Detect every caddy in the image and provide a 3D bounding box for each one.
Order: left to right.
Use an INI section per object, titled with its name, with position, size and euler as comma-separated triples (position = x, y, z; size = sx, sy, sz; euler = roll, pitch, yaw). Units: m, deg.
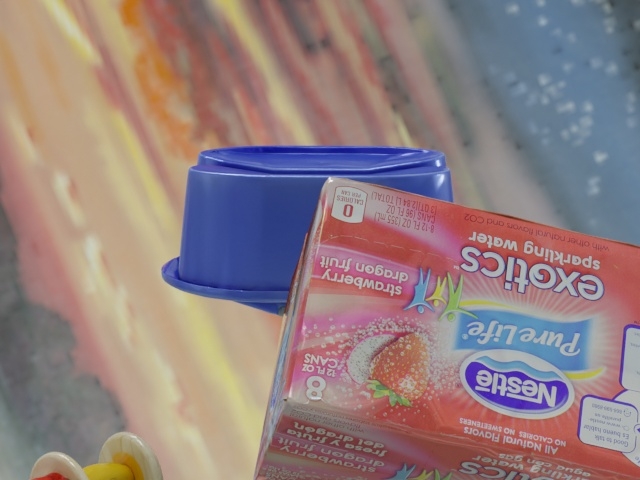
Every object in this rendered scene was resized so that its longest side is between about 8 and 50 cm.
[caddy]
position = 0.000, 0.000, 1.825
size = 0.241, 0.341, 0.179
euler = -80, 170, -79

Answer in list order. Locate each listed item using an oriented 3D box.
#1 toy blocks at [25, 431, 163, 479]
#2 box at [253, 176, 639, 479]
[toy blocks]
position = -0.168, 0.169, 0.925
size = 0.054, 0.148, 0.123
euler = 47, -54, 27
[box]
position = 0.124, 0.089, 1.016
size = 0.142, 0.300, 0.154
euler = 110, -9, -60
